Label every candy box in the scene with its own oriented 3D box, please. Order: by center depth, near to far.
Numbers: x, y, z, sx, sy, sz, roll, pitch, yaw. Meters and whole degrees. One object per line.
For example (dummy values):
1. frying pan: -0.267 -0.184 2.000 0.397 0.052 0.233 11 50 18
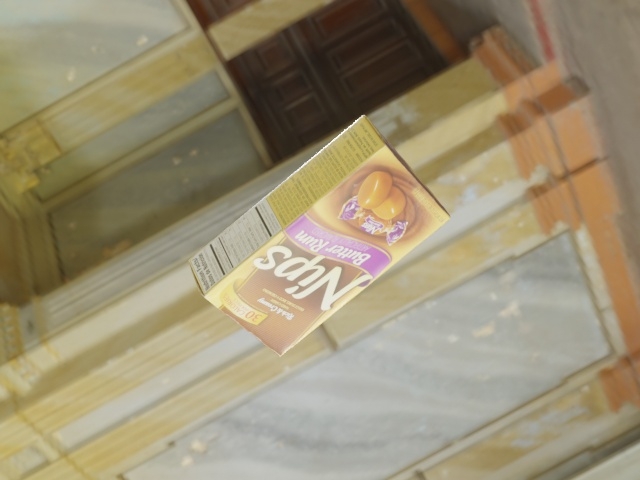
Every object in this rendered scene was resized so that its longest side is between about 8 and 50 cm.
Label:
1. candy box: 0.000 0.000 0.894 0.109 0.187 0.053 43 -168 -42
